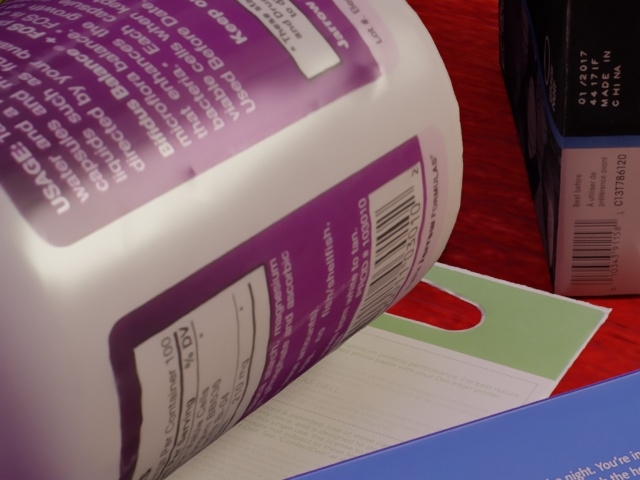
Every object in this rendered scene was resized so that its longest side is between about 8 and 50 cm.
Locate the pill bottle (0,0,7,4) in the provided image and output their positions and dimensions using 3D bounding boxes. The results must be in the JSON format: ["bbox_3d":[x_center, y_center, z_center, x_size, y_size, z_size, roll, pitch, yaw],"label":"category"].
[{"bbox_3d":[-0.250,-0.184,1.062,0.118,0.117,0.208,9,32,17],"label":"pill bottle"}]

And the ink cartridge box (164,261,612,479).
[{"bbox_3d":[-0.008,0.083,0.659,0.171,0.056,0.235,15,33,26],"label":"ink cartridge box"}]

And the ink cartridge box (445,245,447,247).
[{"bbox_3d":[0.000,0.000,0.824,0.115,0.029,0.063,-24,37,-33],"label":"ink cartridge box"}]

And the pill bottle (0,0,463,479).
[{"bbox_3d":[-0.096,0.009,0.566,0.169,0.169,0.301,19,34,31],"label":"pill bottle"}]

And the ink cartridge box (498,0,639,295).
[{"bbox_3d":[0.134,-0.126,0.899,0.065,0.165,0.332,-2,30,2],"label":"ink cartridge box"}]

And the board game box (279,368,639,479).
[{"bbox_3d":[0.018,0.173,0.430,0.347,0.078,0.233,-14,47,-20],"label":"board game box"}]
